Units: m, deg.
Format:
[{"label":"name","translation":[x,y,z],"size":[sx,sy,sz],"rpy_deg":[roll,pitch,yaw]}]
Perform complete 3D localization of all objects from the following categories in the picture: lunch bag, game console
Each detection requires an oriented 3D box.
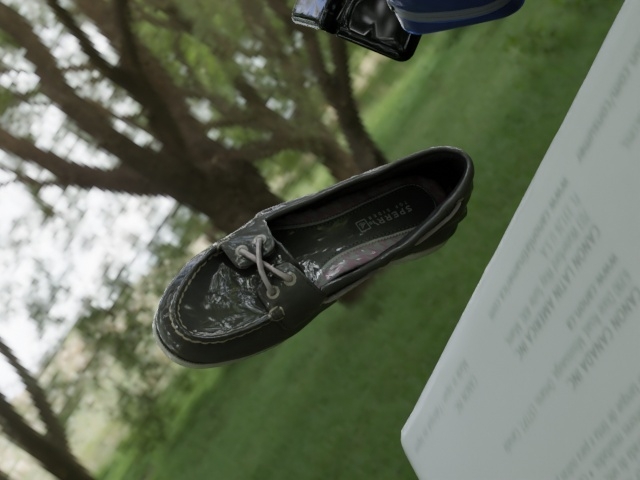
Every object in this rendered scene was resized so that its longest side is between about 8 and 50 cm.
[{"label":"lunch bag","translation":[0.057,-0.148,0.612],"size":[0.065,0.067,0.098],"rpy_deg":[58,-152,-63]},{"label":"game console","translation":[0.044,-0.216,1.070],"size":[0.122,0.071,0.107],"rpy_deg":[-67,26,4]}]

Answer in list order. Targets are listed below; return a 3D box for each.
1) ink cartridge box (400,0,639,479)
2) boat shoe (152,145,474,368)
[{"label":"ink cartridge box","translation":[0.175,0.132,0.355],"size":[0.091,0.385,0.308],"rpy_deg":[-18,-28,-23]},{"label":"boat shoe","translation":[0.000,0.000,1.169],"size":[0.335,0.112,0.095],"rpy_deg":[-26,-22,-31]}]
